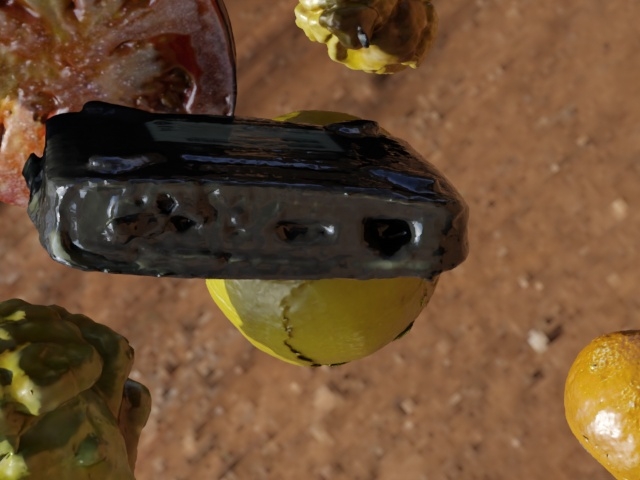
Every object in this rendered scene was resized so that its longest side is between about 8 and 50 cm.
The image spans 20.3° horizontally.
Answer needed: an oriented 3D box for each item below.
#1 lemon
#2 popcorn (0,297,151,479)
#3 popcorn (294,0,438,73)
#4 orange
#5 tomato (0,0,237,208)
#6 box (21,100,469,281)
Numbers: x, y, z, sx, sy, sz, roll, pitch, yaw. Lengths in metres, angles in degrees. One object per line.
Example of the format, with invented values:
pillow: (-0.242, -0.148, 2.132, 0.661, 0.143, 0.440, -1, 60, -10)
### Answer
lemon: (0.001, 0.000, 1.999, 0.297, 0.297, 0.297, -35, 21, 15)
popcorn: (-0.312, 0.213, 1.690, 0.335, 0.274, 0.279, -53, -21, -23)
popcorn: (0.045, -0.276, 2.037, 0.140, 0.163, 0.194, -11, -11, 36)
orange: (0.251, 0.127, 1.355, 0.117, 0.135, 0.135, -46, 20, -2)
tomato: (-0.235, -0.195, 1.735, 0.338, 0.338, 0.144, -33, 32, 20)
box: (-0.071, -0.049, 1.529, 0.359, 0.091, 0.350, 3, 15, -11)
